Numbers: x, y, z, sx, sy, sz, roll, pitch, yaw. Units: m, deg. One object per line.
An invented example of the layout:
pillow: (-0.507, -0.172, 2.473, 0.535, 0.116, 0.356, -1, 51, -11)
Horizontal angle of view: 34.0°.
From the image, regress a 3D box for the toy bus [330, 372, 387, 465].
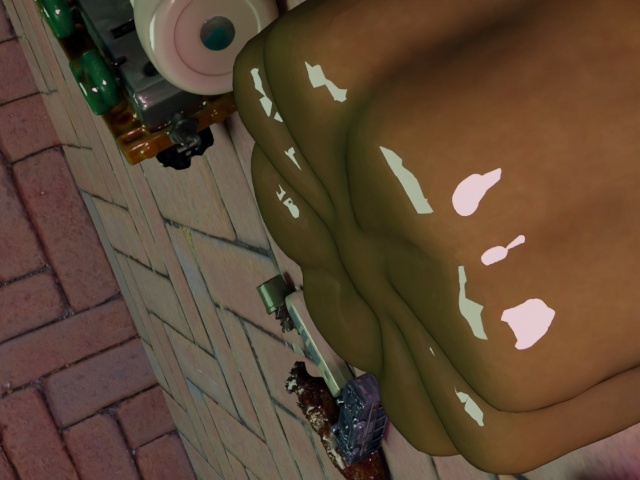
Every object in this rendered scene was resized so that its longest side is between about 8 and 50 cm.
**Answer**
toy bus: (0.055, 0.229, 1.351, 0.047, 0.065, 0.166, 55, 157, 30)

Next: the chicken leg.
chicken leg: (0.027, 0.272, 1.476, 0.234, 0.063, 0.105, 57, -172, 18)

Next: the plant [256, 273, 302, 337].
plant: (-0.051, 0.102, 1.513, 0.102, 0.051, 0.051, 59, 162, 0)

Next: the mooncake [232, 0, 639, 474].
mooncake: (0.092, -0.019, 0.731, 0.378, 0.201, 0.378, 55, 159, 32)

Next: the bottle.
bottle: (-0.148, -0.273, 1.185, 0.236, 0.148, 0.147, -125, 20, -52)

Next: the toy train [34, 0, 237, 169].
toy train: (-0.261, -0.252, 1.473, 0.429, 0.178, 0.249, 56, 169, 28)

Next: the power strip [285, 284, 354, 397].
power strip: (0.002, 0.149, 1.451, 0.191, 0.030, 0.047, 61, 162, 15)
